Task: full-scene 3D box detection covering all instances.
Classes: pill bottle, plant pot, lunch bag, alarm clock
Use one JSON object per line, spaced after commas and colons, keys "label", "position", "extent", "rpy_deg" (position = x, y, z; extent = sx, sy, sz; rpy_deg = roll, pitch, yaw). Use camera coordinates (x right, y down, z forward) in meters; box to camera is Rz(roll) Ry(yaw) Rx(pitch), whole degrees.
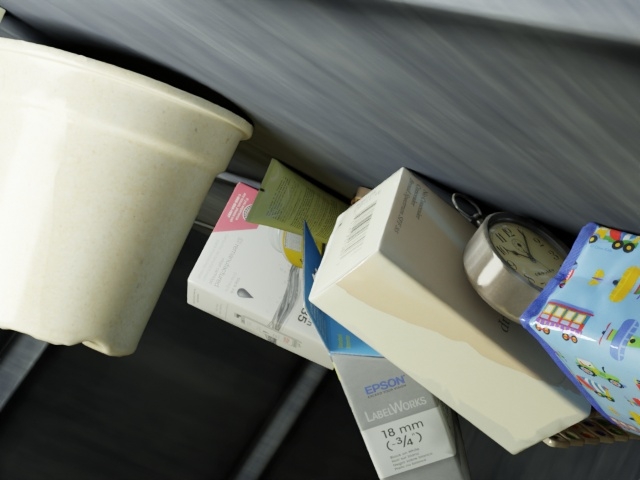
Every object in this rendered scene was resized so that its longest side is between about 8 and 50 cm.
{"label": "pill bottle", "position": [0.000, 0.000, 1.818], "extent": [0.103, 0.103, 0.184], "rpy_deg": [27, 173, -37]}
{"label": "plant pot", "position": [-0.281, -0.037, 1.370], "extent": [0.334, 0.305, 0.334], "rpy_deg": [16, 178, 1]}
{"label": "lunch bag", "position": [0.356, 0.146, 1.119], "extent": [0.221, 0.138, 0.293], "rpy_deg": [17, 149, 43]}
{"label": "alarm clock", "position": [0.199, 0.020, 1.213], "extent": [0.129, 0.064, 0.192], "rpy_deg": [-8, -127, -47]}

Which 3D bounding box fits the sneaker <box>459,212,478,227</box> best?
{"label": "sneaker", "position": [0.136, -0.005, 1.432], "extent": [0.081, 0.080, 0.211], "rpy_deg": [29, 165, 2]}

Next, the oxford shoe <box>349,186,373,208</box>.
{"label": "oxford shoe", "position": [0.064, -0.017, 1.563], "extent": [0.076, 0.076, 0.212], "rpy_deg": [20, 176, 10]}

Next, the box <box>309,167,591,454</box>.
{"label": "box", "position": [0.154, 0.082, 1.279], "extent": [0.311, 0.148, 0.121], "rpy_deg": [37, 132, -18]}

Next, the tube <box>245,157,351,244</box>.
{"label": "tube", "position": [-0.004, -0.037, 1.633], "extent": [0.062, 0.070, 0.240], "rpy_deg": [-28, 148, 33]}

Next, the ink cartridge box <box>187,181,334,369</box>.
{"label": "ink cartridge box", "position": [-0.055, 0.059, 1.952], "extent": [0.283, 0.207, 0.117], "rpy_deg": [24, 158, 3]}

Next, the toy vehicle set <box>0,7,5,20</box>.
{"label": "toy vehicle set", "position": [-0.496, -0.294, 1.347], "extent": [0.166, 0.035, 0.267], "rpy_deg": [27, 173, -39]}

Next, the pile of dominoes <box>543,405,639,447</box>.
{"label": "pile of dominoes", "position": [0.308, 0.206, 1.501], "extent": [0.251, 0.040, 0.196], "rpy_deg": [4, -167, -41]}

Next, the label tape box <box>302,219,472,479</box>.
{"label": "label tape box", "position": [0.084, 0.147, 1.432], "extent": [0.240, 0.106, 0.334], "rpy_deg": [-93, -17, -65]}
